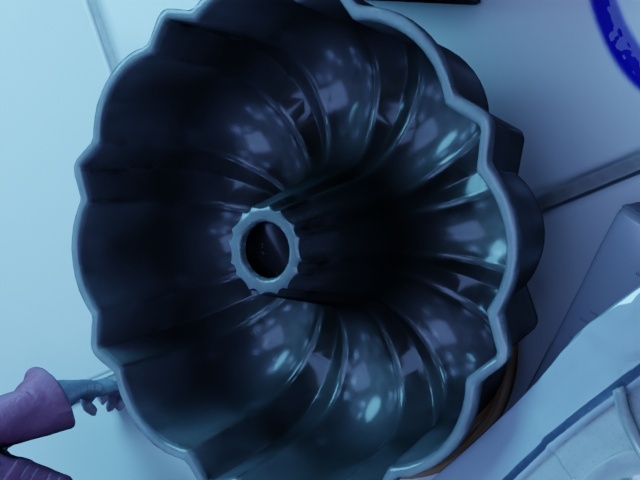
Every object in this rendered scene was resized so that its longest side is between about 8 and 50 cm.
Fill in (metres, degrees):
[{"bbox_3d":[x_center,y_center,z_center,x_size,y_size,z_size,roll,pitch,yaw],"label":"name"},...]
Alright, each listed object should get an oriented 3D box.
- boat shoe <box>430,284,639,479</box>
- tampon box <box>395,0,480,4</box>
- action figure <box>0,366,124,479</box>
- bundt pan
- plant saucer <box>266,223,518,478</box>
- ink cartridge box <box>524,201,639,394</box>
[{"bbox_3d":[0.176,0.133,0.608,0.156,0.136,0.367,51,124,19],"label":"boat shoe"},{"bbox_3d":[0.037,-0.239,0.734,0.120,0.101,0.161,10,101,33],"label":"tampon box"},{"bbox_3d":[-0.227,0.235,0.852,0.370,0.276,0.248,26,93,0],"label":"action figure"},{"bbox_3d":[0.000,0.000,0.728,0.331,0.124,0.331,4,98,34],"label":"bundt pan"},{"bbox_3d":[0.050,0.066,0.799,0.200,0.037,0.200,5,99,33],"label":"plant saucer"},{"bbox_3d":[0.232,0.125,0.679,0.223,0.045,0.224,34,114,27],"label":"ink cartridge box"}]
